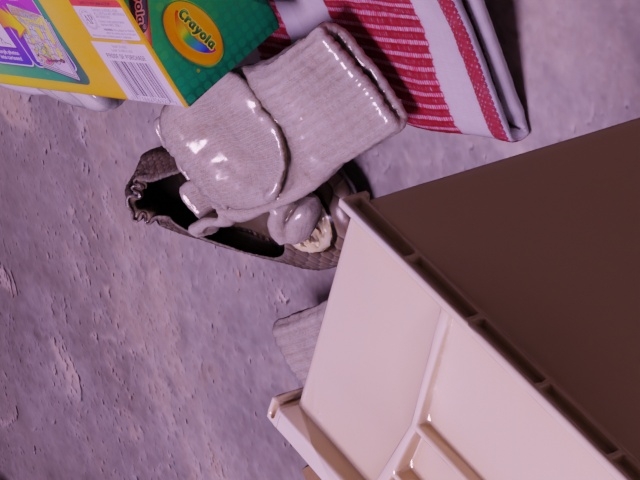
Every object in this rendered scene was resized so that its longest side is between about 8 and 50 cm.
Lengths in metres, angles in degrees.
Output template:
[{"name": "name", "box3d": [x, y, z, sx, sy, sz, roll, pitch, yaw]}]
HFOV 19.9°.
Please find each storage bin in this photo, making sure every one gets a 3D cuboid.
[{"name": "storage bin", "box3d": [0.168, 0.070, 0.703, 0.260, 0.262, 0.123, 46, 138, 34]}]

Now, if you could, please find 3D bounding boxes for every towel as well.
[{"name": "towel", "box3d": [-0.044, -0.171, 1.016, 0.329, 0.037, 0.237, 19, 145, 46]}]

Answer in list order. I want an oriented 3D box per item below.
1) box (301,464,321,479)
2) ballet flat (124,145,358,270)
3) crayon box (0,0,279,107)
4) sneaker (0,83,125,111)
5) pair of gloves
[{"name": "box", "box3d": [0.068, 0.214, 1.151, 0.164, 0.021, 0.201, -37, 75, 57]}, {"name": "ballet flat", "box3d": [-0.058, -0.024, 1.184, 0.250, 0.058, 0.084, 14, 118, 53]}, {"name": "crayon box", "box3d": [-0.166, -0.174, 1.062, 0.278, 0.081, 0.165, 12, 140, 51]}, {"name": "sneaker", "box3d": [-0.174, -0.217, 1.233, 0.118, 0.110, 0.292, 31, 139, 36]}, {"name": "pair of gloves", "box3d": [0.000, 0.000, 1.062, 0.204, 0.042, 0.240, -15, 110, 51]}]
